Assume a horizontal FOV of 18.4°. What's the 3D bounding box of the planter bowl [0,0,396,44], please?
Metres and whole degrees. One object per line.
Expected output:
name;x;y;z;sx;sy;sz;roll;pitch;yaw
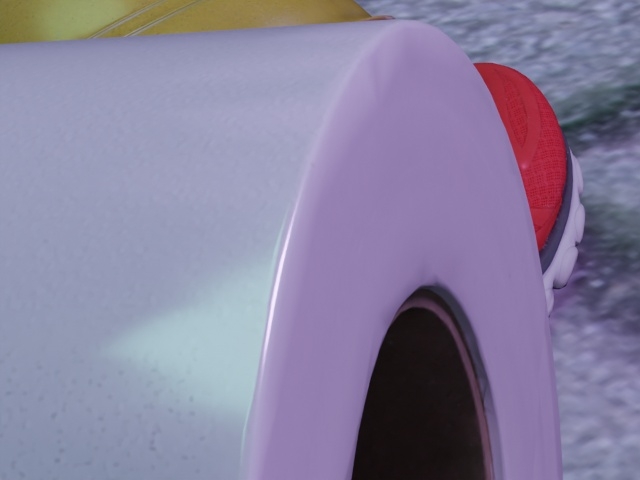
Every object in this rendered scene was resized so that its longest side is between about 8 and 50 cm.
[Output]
planter bowl;-0.087;-0.057;0.719;0.217;0.090;0.217;-32;-2;-1

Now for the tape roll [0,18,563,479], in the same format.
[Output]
tape roll;-0.052;0.076;0.436;0.169;0.246;0.246;-1;32;18

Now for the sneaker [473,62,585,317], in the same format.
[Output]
sneaker;0.000;0.000;0.672;0.107;0.118;0.279;13;39;35
